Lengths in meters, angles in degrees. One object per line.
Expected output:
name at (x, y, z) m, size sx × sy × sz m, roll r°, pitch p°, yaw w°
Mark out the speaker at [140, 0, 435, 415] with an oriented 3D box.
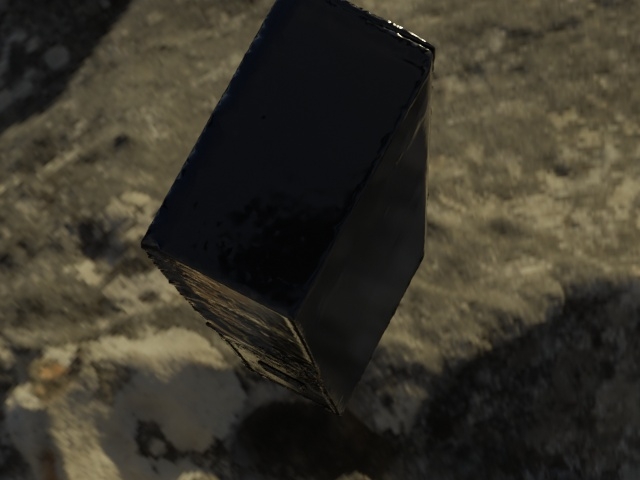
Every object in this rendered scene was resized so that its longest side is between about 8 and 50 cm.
speaker at (0.000, 0.000, 0.474) m, size 0.044 × 0.218 × 0.082 m, roll 26°, pitch 81°, yaw 9°
